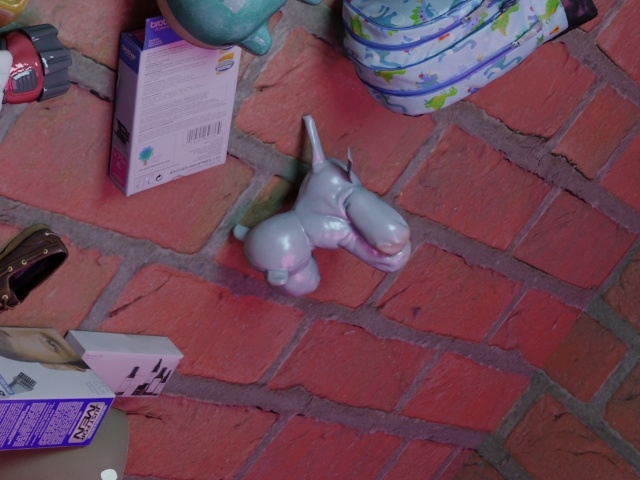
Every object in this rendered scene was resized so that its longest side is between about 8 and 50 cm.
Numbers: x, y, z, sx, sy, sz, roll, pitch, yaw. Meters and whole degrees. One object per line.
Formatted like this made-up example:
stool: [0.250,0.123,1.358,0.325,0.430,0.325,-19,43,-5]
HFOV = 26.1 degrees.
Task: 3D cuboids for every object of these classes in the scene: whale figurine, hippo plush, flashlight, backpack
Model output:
whale figurine: [-0.093,-0.362,1.881,0.272,0.141,0.216,-15,93,-37]
hippo plush: [0.000,0.000,2.344,0.236,0.234,0.294,-42,148,-10]
flashlight: [-0.461,-0.195,1.714,0.304,0.103,0.103,-21,169,-36]
backpack: [0.204,-0.359,2.190,0.355,0.290,0.273,-43,140,6]

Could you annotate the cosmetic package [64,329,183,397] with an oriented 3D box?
cosmetic package: [-0.346,0.211,2.329,0.239,0.060,0.099,9,117,-53]

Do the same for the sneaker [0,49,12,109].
sneaker: [-0.463,-0.244,1.620,0.090,0.115,0.232,-23,129,39]

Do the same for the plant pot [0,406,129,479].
plant pot: [-0.455,0.378,2.232,0.191,0.284,0.284,23,110,-20]

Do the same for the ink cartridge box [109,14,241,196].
ink cartridge box: [-0.210,-0.223,2.020,0.186,0.065,0.311,-22,142,-34]

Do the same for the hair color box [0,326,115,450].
hair color box: [-0.494,0.217,2.045,0.339,0.185,0.110,9,117,-53]

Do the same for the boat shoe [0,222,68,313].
boat shoe: [-0.461,0.064,2.026,0.207,0.073,0.073,-44,149,-3]

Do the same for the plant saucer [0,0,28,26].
plant saucer: [-0.391,-0.410,1.589,0.333,0.081,0.332,16,112,-55]
